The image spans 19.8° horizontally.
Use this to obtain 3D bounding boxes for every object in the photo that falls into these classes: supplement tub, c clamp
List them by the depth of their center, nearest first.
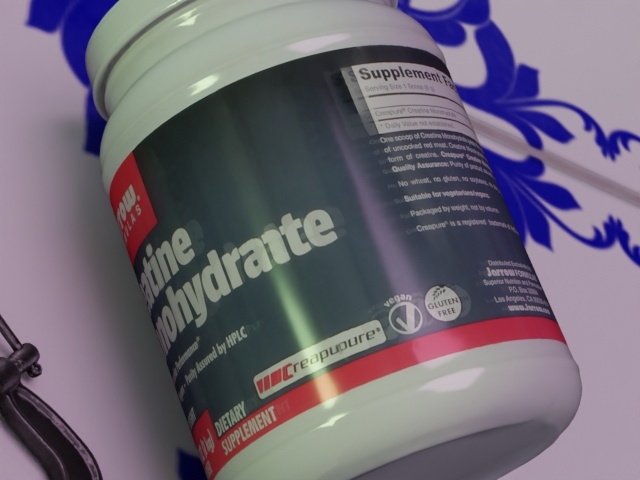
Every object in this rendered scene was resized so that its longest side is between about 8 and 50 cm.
[{"bbox_3d":[-0.167,0.105,0.852,0.137,0.022,0.161,48,41,-10],"label":"c clamp"},{"bbox_3d":[0.000,0.000,0.934,0.191,0.191,0.272,-4,64,-41],"label":"supplement tub"}]
